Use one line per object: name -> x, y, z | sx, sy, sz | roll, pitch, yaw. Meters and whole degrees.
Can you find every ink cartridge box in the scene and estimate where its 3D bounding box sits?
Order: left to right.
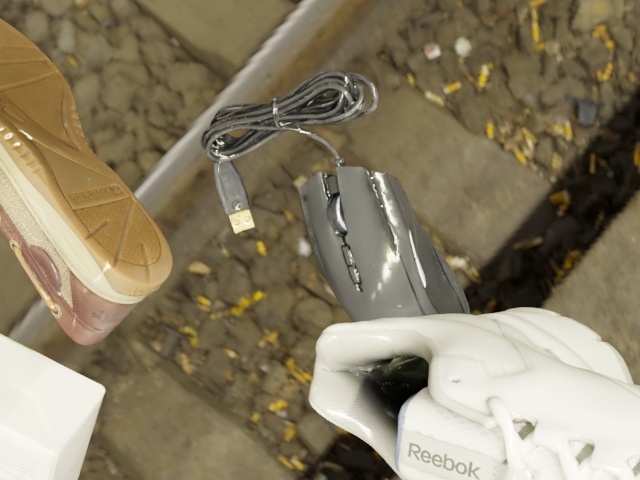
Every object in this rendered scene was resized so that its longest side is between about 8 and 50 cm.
ink cartridge box -> -0.390, 0.269, 1.556 | 0.207, 0.353, 0.119 | 27, 39, 4

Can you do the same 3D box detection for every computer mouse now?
computer mouse -> 0.000, 0.000, 1.094 | 0.184, 0.262, 0.060 | -8, 28, 37

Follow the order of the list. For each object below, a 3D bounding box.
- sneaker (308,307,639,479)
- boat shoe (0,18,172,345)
sneaker -> 0.103, 0.097, 0.511 | 0.297, 0.129, 0.111 | 17, 97, 56
boat shoe -> -0.262, -0.059, 1.179 | 0.342, 0.123, 0.123 | 51, 122, 16
